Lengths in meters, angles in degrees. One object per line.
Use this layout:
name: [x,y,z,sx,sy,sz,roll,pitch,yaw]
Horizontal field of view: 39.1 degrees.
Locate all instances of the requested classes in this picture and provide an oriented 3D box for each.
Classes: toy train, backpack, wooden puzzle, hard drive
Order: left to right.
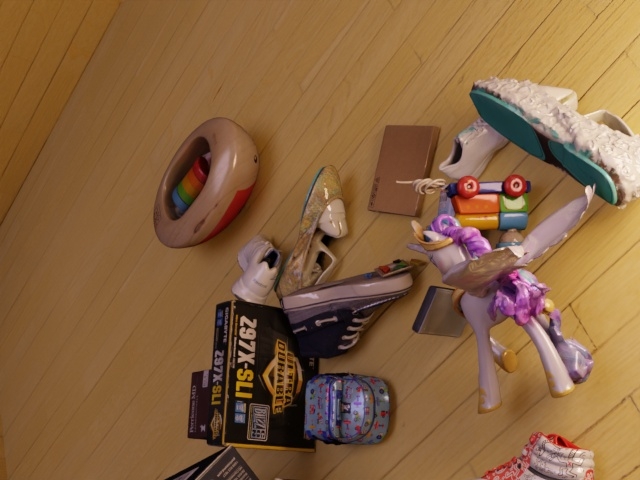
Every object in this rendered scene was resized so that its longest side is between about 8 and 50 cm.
backpack: [0.062,0.358,1.911,0.173,0.117,0.158,-6,75,49]
wooden puzzle: [0.153,0.056,1.900,0.078,0.116,0.014,-157,49,-69]
hard drive: [0.240,0.137,1.730,0.022,0.135,0.094,31,104,42]
toy train: [0.267,-0.043,1.684,0.105,0.248,0.143,106,162,-84]

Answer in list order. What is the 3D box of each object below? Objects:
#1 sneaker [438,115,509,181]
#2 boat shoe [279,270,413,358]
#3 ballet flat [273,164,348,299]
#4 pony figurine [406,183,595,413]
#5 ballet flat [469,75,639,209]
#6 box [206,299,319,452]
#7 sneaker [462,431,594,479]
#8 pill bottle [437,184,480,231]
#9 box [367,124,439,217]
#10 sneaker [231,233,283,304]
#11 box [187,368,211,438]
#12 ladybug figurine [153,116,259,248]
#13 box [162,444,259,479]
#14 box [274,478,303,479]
sneaker: [0.312,-0.208,1.779,0.212,0.094,0.080,-60,39,21]
boat shoe: [0.073,0.165,1.978,0.341,0.127,0.158,-13,96,40]
ballet flat: [0.000,0.000,2.121,0.123,0.123,0.348,33,105,52]
pony figurine: [0.314,0.088,1.523,0.351,0.303,0.363,-30,84,54]
ballet flat: [0.438,-0.195,1.600,0.409,0.147,0.147,46,116,43]
box: [-0.123,0.311,2.048,0.079,0.257,0.322,-16,66,50]
sneaker: [0.349,0.398,1.547,0.270,0.090,0.145,-3,76,49]
pill bottle: [0.272,-0.025,1.779,0.087,0.087,0.160,-1,79,52]
box: [0.181,-0.155,1.993,0.164,0.021,0.201,11,88,53]
sneaker: [-0.136,0.056,2.223,0.129,0.111,0.297,-52,17,20]
box: [-0.197,0.401,2.189,0.203,0.167,0.168,-18,66,49]
ladybug figurine: [-0.314,-0.145,2.517,0.449,0.162,0.305,-44,48,35]
box: [-0.207,0.685,1.917,0.395,0.212,0.293,52,131,-2]
box: [0.018,0.522,1.816,0.087,0.232,0.058,2,78,52]
